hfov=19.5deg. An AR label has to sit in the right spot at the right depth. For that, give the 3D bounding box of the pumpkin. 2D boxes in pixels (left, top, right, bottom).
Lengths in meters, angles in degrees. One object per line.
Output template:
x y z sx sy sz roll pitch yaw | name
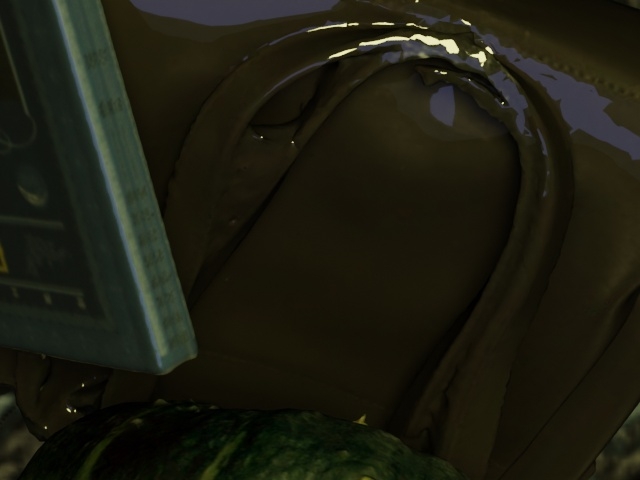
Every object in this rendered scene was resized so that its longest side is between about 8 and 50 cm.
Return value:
-0.012 0.133 0.643 0.212 0.152 0.211 11 141 9 | pumpkin

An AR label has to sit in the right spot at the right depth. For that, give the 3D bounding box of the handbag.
0.000 0.000 0.698 0.285 0.113 0.257 17 128 -7 | handbag

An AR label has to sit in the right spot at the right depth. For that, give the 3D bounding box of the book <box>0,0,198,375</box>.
-0.141 -0.088 0.621 0.191 0.025 0.269 7 119 45 | book
